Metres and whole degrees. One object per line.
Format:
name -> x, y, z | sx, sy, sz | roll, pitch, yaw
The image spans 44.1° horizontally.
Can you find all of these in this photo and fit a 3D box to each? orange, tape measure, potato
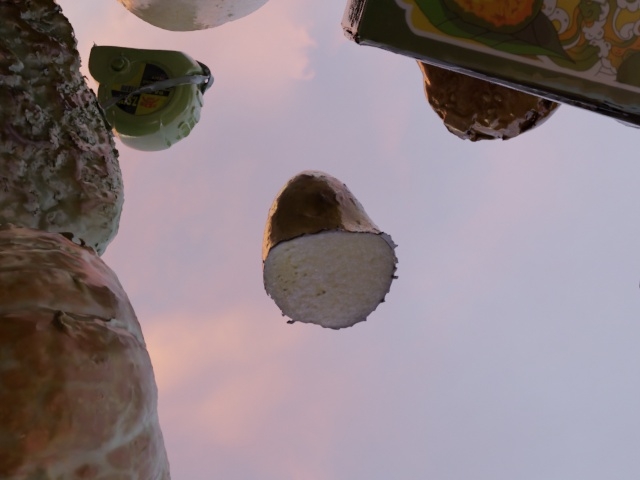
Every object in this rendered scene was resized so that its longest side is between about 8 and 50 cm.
orange -> -0.255, 0.153, 0.637 | 0.329, 0.249, 0.329 | 173, -90, -74
tape measure -> -0.276, -0.229, 1.270 | 0.106, 0.200, 0.175 | 87, 7, -71
potato -> 0.000, 0.000, 1.654 | 0.237, 0.300, 0.289 | -111, -148, -51

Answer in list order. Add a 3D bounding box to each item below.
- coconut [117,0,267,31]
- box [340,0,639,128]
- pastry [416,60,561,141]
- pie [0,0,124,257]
coconut -> -0.160, -0.429, 1.026 | 0.323, 0.323, 0.323 | -27, -129, 39
box -> 0.255, -0.351, 0.785 | 0.138, 0.372, 0.420 | -104, -151, -72
pastry -> 0.272, -0.309, 1.222 | 0.255, 0.162, 0.311 | -11, -87, 29
pie -> -0.433, -0.149, 0.938 | 0.180, 0.395, 0.418 | -41, -111, 45
